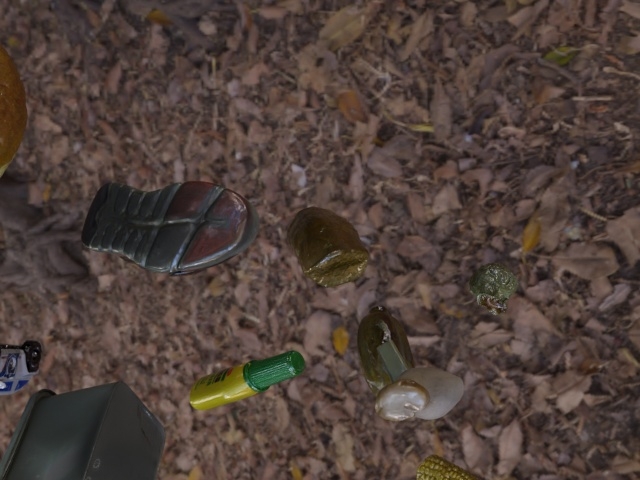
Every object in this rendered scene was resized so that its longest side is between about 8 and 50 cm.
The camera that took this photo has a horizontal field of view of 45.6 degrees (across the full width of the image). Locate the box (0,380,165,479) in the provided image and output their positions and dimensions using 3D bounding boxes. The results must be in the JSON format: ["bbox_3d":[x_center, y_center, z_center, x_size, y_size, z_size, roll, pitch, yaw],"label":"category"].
[{"bbox_3d":[-0.299,0.298,0.964,0.135,0.243,0.163,-20,123,16],"label":"box"}]

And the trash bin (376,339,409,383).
[{"bbox_3d":[0.147,0.243,1.465,0.043,0.061,0.092,-28,57,3],"label":"trash bin"}]

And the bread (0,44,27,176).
[{"bbox_3d":[-0.498,-0.163,0.928,0.142,0.254,0.227,-17,80,48],"label":"bread"}]

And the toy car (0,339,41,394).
[{"bbox_3d":[-0.410,0.153,0.938,0.080,0.170,0.070,5,82,7],"label":"toy car"}]

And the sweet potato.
[{"bbox_3d":[0.000,0.000,1.719,0.369,0.158,0.157,-129,42,-63],"label":"sweet potato"}]

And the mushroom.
[{"bbox_3d":[0.173,0.261,1.290,0.097,0.212,0.088,12,90,31],"label":"mushroom"}]

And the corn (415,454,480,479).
[{"bbox_3d":[0.331,0.545,1.541,0.310,0.101,0.101,33,122,26],"label":"corn"}]

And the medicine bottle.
[{"bbox_3d":[-0.161,0.307,1.678,0.309,0.111,0.076,-23,100,34],"label":"medicine bottle"}]

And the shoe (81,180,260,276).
[{"bbox_3d":[-0.174,-0.003,0.942,0.291,0.137,0.114,5,74,43],"label":"shoe"}]

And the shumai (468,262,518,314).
[{"bbox_3d":[0.283,0.080,1.271,0.083,0.080,0.082,9,97,22],"label":"shumai"}]

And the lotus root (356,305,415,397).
[{"bbox_3d":[0.155,0.275,1.831,0.123,0.124,0.241,-31,46,20],"label":"lotus root"}]
